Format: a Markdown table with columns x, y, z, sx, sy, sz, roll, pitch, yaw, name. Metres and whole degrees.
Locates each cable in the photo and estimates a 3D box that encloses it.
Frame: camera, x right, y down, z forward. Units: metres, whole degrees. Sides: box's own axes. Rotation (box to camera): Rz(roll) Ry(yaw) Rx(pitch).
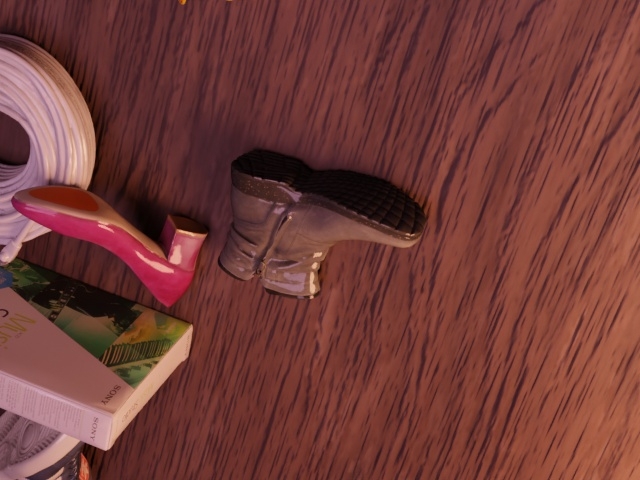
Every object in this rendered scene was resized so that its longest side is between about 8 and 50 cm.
| x | y | z | sx | sy | sz | roll | pitch | yaw | name |
| --- | --- | --- | --- | --- | --- | --- | --- | --- | --- |
| -0.392 | -0.123 | 1.598 | 0.257 | 0.089 | 0.257 | -34 | 98 | 27 | cable |

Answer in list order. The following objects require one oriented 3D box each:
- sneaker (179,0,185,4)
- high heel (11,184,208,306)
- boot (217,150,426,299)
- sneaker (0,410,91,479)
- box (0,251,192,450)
| x | y | z | sx | sy | sz | roll | pitch | yaw | name |
| --- | --- | --- | --- | --- | --- | --- | --- | --- | --- |
| -0.086 | -0.300 | 1.436 | 0.175 | 0.064 | 0.067 | -5 | 131 | 27 | sneaker |
| -0.260 | 0.010 | 1.565 | 0.244 | 0.082 | 0.117 | 11 | 115 | -33 | high heel |
| 0.000 | 0.000 | 1.528 | 0.246 | 0.083 | 0.161 | 18 | 124 | 18 | boot |
| -0.347 | 0.280 | 1.721 | 0.148 | 0.131 | 0.350 | 23 | 144 | -27 | sneaker |
| -0.346 | 0.119 | 1.606 | 0.322 | 0.232 | 0.058 | 21 | 119 | 9 | box |
